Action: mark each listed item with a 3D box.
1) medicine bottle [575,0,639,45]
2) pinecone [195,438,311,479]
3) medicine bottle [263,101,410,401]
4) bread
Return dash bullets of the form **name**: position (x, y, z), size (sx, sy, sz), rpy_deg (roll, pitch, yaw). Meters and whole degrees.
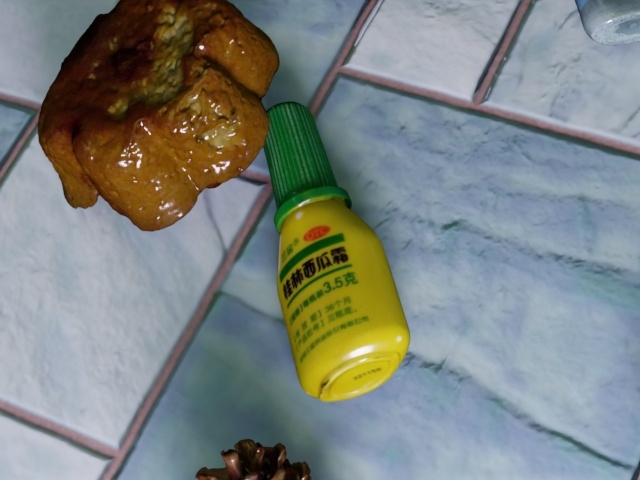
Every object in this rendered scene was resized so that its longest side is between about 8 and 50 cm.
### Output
- **medicine bottle**: position (0.282, -0.286, 1.379), size (0.090, 0.054, 0.209), rpy_deg (-14, 57, 5)
- **pinecone**: position (-0.044, 0.235, 1.087), size (0.173, 0.173, 0.174), rpy_deg (-6, 59, 10)
- **medicine bottle**: position (0.000, 0.000, 1.266), size (0.111, 0.076, 0.309), rpy_deg (-31, 51, 20)
- **bread**: position (-0.148, -0.135, 1.341), size (0.232, 0.135, 0.247), rpy_deg (18, 70, 35)
